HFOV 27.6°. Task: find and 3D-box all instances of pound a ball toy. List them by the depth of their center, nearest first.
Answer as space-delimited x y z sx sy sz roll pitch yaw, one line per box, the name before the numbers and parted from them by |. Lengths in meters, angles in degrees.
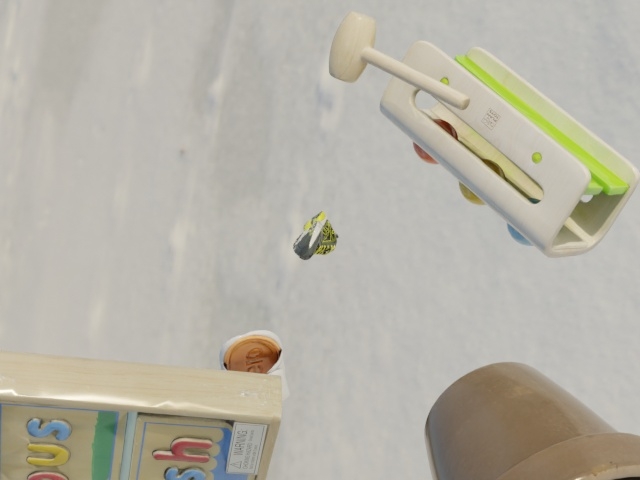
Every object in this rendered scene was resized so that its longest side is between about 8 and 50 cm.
pound a ball toy | 0.160 -0.111 1.437 0.319 0.208 0.136 43 118 29

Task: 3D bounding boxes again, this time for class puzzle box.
puzzle box | -0.201 0.263 1.277 0.409 0.272 0.052 104 169 -44

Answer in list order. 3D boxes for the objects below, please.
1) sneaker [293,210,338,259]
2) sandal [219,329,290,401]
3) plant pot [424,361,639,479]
sneaker | 0.000 0.000 1.242 0.031 0.035 0.083 -39 11 26
sandal | -0.093 0.244 2.030 0.265 0.101 0.076 87 161 -45
plant pot | 0.219 0.248 1.338 0.263 0.263 0.229 -67 32 29
